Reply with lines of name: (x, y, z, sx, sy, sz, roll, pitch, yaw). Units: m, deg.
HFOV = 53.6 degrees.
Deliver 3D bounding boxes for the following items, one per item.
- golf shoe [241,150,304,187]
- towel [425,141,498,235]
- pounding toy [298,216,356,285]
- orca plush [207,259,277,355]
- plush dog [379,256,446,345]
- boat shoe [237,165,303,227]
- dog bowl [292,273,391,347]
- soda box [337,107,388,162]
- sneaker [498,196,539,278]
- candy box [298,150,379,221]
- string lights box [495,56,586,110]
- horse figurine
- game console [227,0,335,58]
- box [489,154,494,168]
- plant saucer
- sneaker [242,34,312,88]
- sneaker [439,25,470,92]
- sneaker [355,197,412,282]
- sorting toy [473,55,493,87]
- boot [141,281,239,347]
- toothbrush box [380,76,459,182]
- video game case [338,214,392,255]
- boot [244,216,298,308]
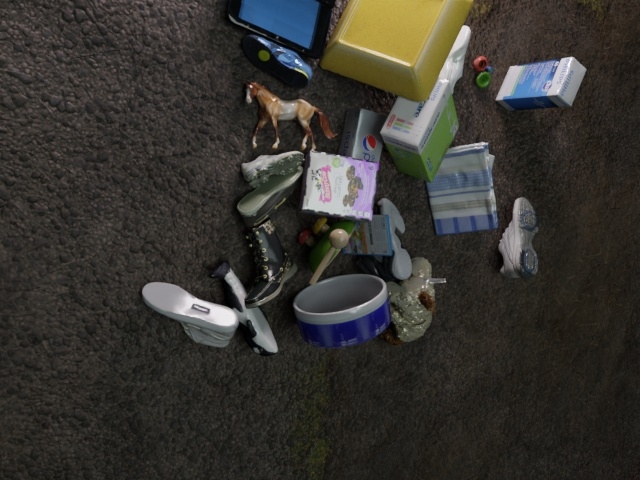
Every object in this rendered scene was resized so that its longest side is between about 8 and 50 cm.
golf shoe: (-0.131, -0.212, 1.704, 0.176, 0.086, 0.069, -22, 141, -21)
towel: (0.436, -0.157, 1.980, 0.034, 0.209, 0.285, -46, 126, -62)
pounding toy: (0.000, 0.000, 1.752, 0.110, 0.237, 0.183, 38, 104, -4)
orca plush: (-0.228, 0.202, 1.705, 0.102, 0.151, 0.287, -27, 116, 10)
plush dog: (0.284, 0.214, 1.957, 0.262, 0.210, 0.225, -30, 134, -23)
boat shoe: (-0.131, -0.124, 1.726, 0.227, 0.081, 0.069, -41, 138, -26)
dog bowl: (0.062, 0.192, 1.768, 0.265, 0.265, 0.104, -21, 110, -25)
soda box: (0.108, -0.230, 1.831, 0.098, 0.091, 0.286, 9, 92, -28)
sneaker: (0.668, -0.009, 2.172, 0.111, 0.129, 0.297, 22, 68, -28)
candy box: (0.049, -0.145, 1.726, 0.196, 0.070, 0.165, 8, 87, -11)
string lights box: (0.699, -0.497, 2.027, 0.076, 0.259, 0.133, 28, 84, -29)
horse figurine: (-0.086, -0.328, 1.717, 0.263, 0.066, 0.175, 2, 84, -21)
game console: (-0.060, -0.653, 1.629, 0.293, 0.250, 0.173, 14, 54, -30)
box: (0.486, -0.235, 2.037, 0.087, 0.101, 0.102, 9, 94, -30)
plant saucer: (0.197, -0.582, 1.715, 0.333, 0.332, 0.081, -64, 163, -6)
sneaker: (-0.114, -0.489, 1.695, 0.209, 0.069, 0.082, 29, 47, -20)
sneaker: (0.421, -0.559, 1.979, 0.094, 0.080, 0.212, 21, 94, -41)
sneaker: (0.175, 0.011, 1.899, 0.101, 0.153, 0.269, 21, 51, -46)
sorting toy: (0.522, -0.549, 2.052, 0.061, 0.042, 0.102, -19, 119, -10)
boot: (-0.346, 0.205, 1.641, 0.258, 0.123, 0.095, 23, 41, -3)
toothbrush box: (0.293, -0.320, 1.825, 0.206, 0.122, 0.283, -64, 159, -6)
video game case: (0.129, -0.017, 1.837, 0.015, 0.166, 0.119, -23, 110, -50)
boot: (-0.162, 0.058, 1.692, 0.236, 0.085, 0.179, -47, 118, -53)
